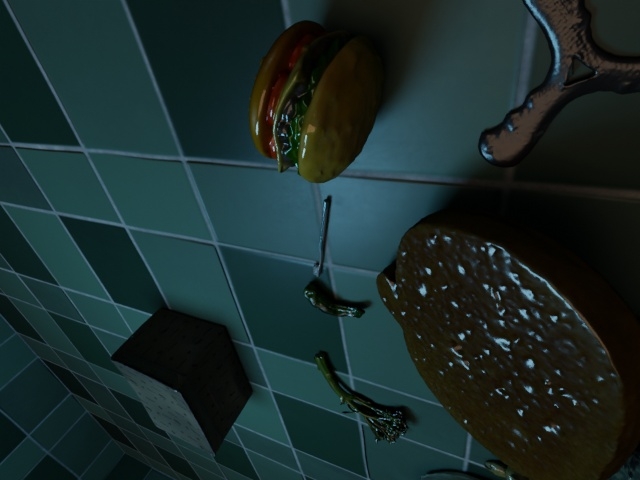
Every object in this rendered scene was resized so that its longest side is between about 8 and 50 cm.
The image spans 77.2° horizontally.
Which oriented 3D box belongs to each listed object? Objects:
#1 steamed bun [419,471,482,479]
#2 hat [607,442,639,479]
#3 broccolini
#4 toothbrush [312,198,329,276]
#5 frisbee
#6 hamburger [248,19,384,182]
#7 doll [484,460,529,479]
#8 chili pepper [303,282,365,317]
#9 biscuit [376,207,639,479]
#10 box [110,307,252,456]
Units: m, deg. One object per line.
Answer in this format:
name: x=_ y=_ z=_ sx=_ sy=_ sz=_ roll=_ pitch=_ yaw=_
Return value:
steamed bun: x=0.327 y=0.669 z=0.899 sx=0.283 sy=0.177 sz=0.282 roll=16 pitch=134 yaw=18
hat: x=0.377 y=0.183 z=0.481 sx=0.128 sy=0.265 sz=0.265 roll=-20 pitch=121 yaw=0
broccolini: x=0.088 y=0.337 z=0.857 sx=0.123 sy=0.062 sz=0.271 roll=-32 pitch=103 yaw=34
toothbrush: x=0.000 y=0.000 z=0.645 sx=0.014 sy=0.011 sz=0.167 roll=25 pitch=136 yaw=19
frisbee: x=0.250 y=-0.155 z=0.360 sx=0.188 sy=0.012 sz=0.210 roll=11 pitch=130 yaw=23
hamburger: x=-0.003 y=-0.142 z=0.424 sx=0.115 sy=0.162 sz=0.162 roll=26 pitch=136 yaw=13
doll: x=0.365 y=0.462 z=0.790 sx=0.062 sy=0.051 sz=0.093 roll=35 pitch=138 yaw=-9
chili pepper: x=0.021 y=0.118 z=0.718 sx=0.118 sy=0.035 sz=0.055 roll=25 pitch=152 yaw=16
biscuit: x=0.212 y=0.129 z=0.514 sx=0.350 sy=0.070 sz=0.394 roll=39 pitch=152 yaw=40
box: x=-0.341 y=0.359 z=1.034 sx=0.225 sy=0.190 sz=0.297 roll=11 pitch=130 yaw=24
